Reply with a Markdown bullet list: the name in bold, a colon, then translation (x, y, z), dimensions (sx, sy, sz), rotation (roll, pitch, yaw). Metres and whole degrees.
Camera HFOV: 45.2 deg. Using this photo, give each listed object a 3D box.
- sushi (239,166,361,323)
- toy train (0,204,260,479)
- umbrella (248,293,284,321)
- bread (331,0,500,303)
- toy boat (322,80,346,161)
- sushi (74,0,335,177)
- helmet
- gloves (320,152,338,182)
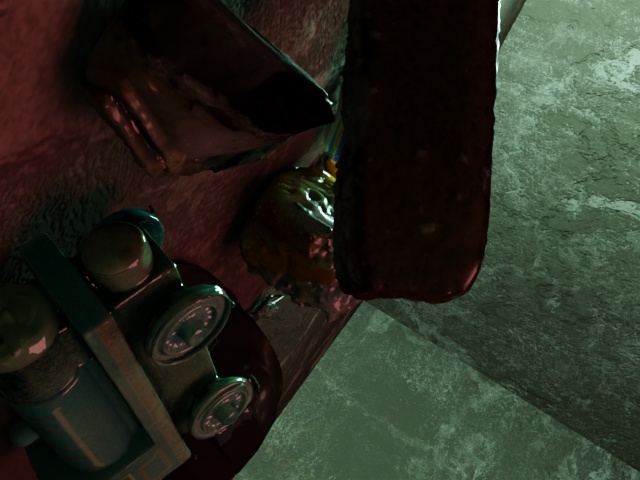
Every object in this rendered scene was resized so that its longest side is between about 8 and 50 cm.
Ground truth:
- **sushi**: translation (0.000, 0.000, 0.989), dimensions (0.140, 0.184, 0.274), rotation (-63, 169, 20)
- **toy train**: translation (-0.163, 0.106, 0.603), dimensions (0.194, 0.120, 0.298), rotation (-35, 151, -19)
- **umbrella**: translation (-0.109, 0.128, 1.290), dimensions (0.269, 0.044, 0.044), rotation (-38, 127, -68)
- **bread**: translation (0.070, -0.159, 0.572), dimensions (0.165, 0.113, 0.417), rotation (75, 19, -79)
- **toy boat**: translation (0.082, -0.210, 0.993), dimensions (0.129, 0.088, 0.295), rotation (-39, 170, -23)
- **sushi**: translation (-0.073, -0.102, 0.548), dimensions (0.109, 0.134, 0.273), rotation (-46, -172, 10)
- **helmet**: translation (-0.139, 0.175, 0.861), dimensions (0.225, 0.177, 0.305), rotation (-52, 170, -26)
- **gloves**: translation (0.019, -0.057, 1.269), dimensions (0.294, 0.116, 0.133), rotation (71, 22, -67)
